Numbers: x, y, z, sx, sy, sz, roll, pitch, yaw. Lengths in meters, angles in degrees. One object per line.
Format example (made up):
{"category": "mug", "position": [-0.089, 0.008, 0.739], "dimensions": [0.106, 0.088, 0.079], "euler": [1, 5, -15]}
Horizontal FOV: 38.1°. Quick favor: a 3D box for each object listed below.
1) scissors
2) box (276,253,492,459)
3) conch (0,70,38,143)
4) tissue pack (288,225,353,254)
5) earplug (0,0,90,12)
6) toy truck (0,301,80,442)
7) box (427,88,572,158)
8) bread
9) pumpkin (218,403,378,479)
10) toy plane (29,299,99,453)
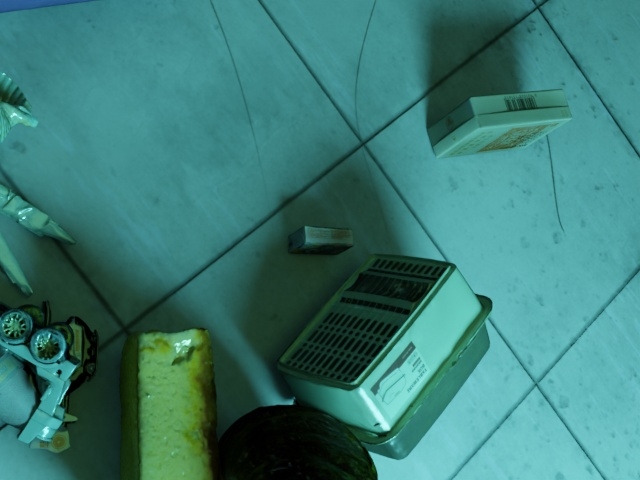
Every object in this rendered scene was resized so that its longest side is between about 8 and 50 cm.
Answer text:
{"category": "scissors", "position": [-0.488, -0.090, 1.206], "dimensions": [0.383, 0.029, 0.256], "euler": [47, 63, -9]}
{"category": "box", "position": [0.098, 0.160, 1.334], "dimensions": [0.290, 0.220, 0.166], "euler": [-46, 122, -26]}
{"category": "conch", "position": [-0.446, -0.170, 1.172], "dimensions": [0.102, 0.153, 0.135], "euler": [-26, 78, 14]}
{"category": "tissue pack", "position": [0.000, 0.000, 1.409], "dimensions": [0.083, 0.063, 0.035], "euler": [2, 74, -28]}
{"category": "earplug", "position": [-0.360, -0.413, 1.252], "dimensions": [0.455, 0.215, 0.215], "euler": [-13, 84, -31]}
{"category": "toy truck", "position": [-0.411, 0.131, 1.131], "dimensions": [0.256, 0.108, 0.140], "euler": [31, 86, -7]}
{"category": "box", "position": [0.300, -0.196, 1.559], "dimensions": [0.201, 0.141, 0.058], "euler": [-10, 77, -29]}
{"category": "bread", "position": [-0.196, 0.257, 1.185], "dimensions": [0.114, 0.185, 0.275], "euler": [2, 77, -17]}
{"category": "pumpkin", "position": [-0.038, 0.361, 1.175], "dimensions": [0.192, 0.320, 0.321], "euler": [3, 77, -21]}
{"category": "toy plane", "position": [-0.333, 0.178, 1.213], "dimensions": [0.078, 0.053, 0.197], "euler": [5, 75, -17]}
